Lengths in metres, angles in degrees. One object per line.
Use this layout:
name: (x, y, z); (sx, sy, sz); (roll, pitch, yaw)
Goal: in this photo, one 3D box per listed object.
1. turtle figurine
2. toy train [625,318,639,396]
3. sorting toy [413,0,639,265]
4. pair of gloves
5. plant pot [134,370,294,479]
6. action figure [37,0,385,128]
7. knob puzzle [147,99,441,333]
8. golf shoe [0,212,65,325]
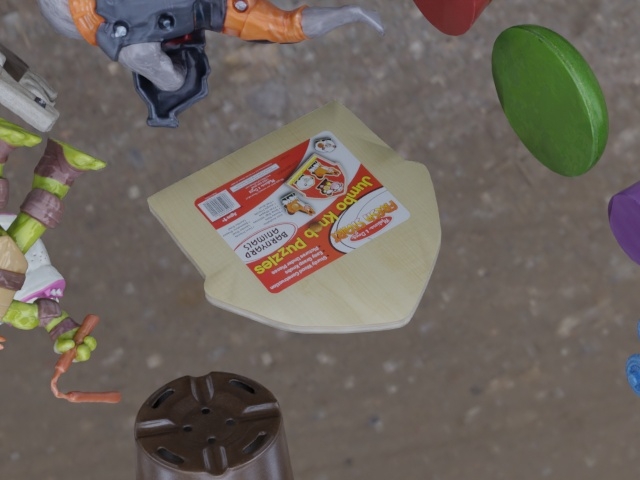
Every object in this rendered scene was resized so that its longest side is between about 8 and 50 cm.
turtle figurine: (-0.254, 0.020, 1.256); (0.270, 0.087, 0.217); (22, 92, -29)
toy train: (0.329, 0.097, 1.355); (0.080, 0.105, 0.184); (-16, 134, -21)
sorting toy: (0.204, -0.150, 1.225); (0.126, 0.365, 0.127); (-29, 160, -19)
pair of gloves: (-0.347, -0.184, 1.541); (0.204, 0.240, 0.042); (40, 95, -17)
plant pot: (-0.090, 0.213, 1.349); (0.167, 0.167, 0.165); (-14, 128, -16)
action figure: (-0.136, -0.298, 1.543); (0.330, 0.341, 0.178); (-17, 180, 4)
knob puzzle: (0.000, 0.000, 1.111); (0.213, 0.213, 0.030); (-17, 143, -13)
golf shoe: (-0.476, 0.071, 1.949); (0.306, 0.140, 0.115); (-24, 175, 2)
